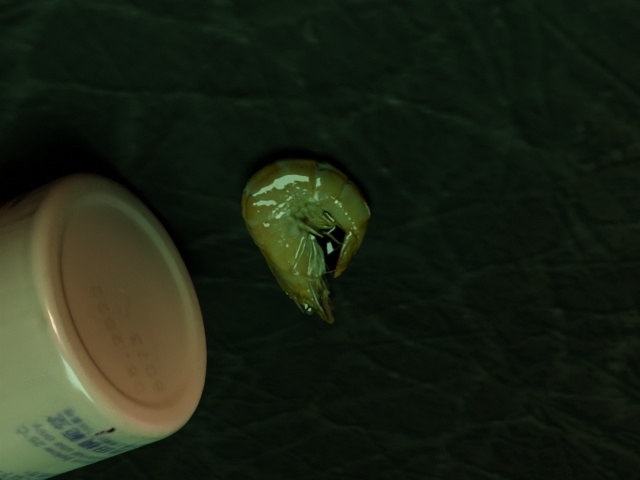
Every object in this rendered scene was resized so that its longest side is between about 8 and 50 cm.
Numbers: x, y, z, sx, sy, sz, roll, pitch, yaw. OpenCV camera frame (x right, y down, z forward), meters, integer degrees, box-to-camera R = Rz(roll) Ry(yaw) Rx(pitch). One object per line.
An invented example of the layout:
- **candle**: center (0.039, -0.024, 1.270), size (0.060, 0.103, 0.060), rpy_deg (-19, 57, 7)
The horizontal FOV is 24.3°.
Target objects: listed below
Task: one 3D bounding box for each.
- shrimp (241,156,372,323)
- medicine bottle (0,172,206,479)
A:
- **shrimp**: center (0.000, 0.000, 0.718), size (0.059, 0.023, 0.108), rpy_deg (-19, 134, 10)
- **medicine bottle**: center (-0.230, 0.083, 0.740), size (0.341, 0.130, 0.130), rpy_deg (-22, 131, 24)
